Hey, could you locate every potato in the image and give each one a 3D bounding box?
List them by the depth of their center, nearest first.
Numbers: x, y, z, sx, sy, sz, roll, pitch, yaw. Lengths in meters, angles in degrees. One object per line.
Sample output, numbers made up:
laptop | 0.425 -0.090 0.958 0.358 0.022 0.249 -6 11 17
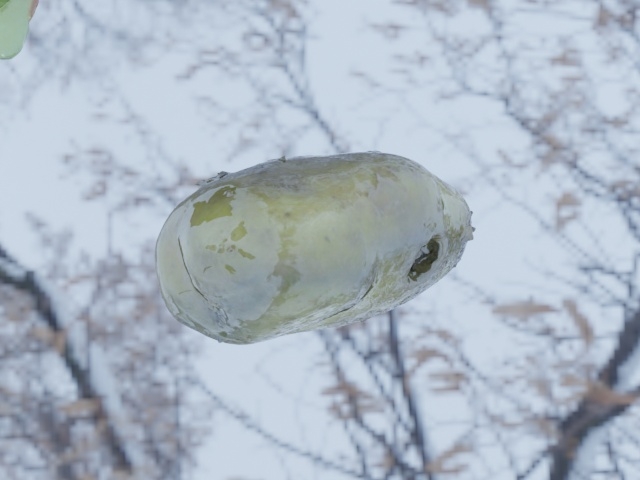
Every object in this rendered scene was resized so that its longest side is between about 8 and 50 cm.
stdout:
potato | 0.000 0.000 1.365 0.192 0.296 0.141 -25 -105 43

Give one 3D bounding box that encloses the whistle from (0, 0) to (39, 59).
whistle | -0.291 -0.190 1.404 0.288 0.131 0.106 -6 -90 63
